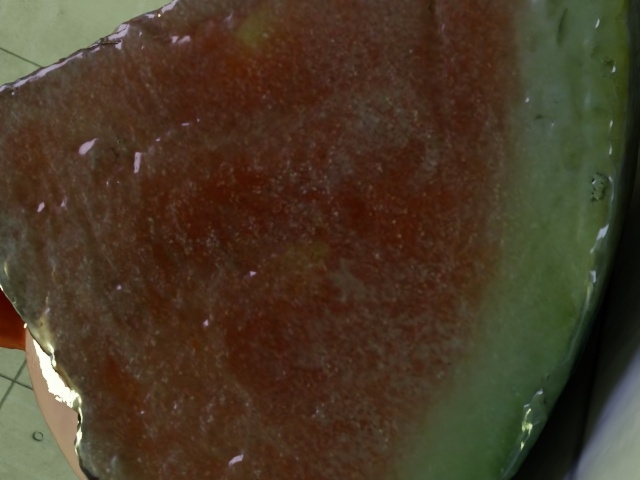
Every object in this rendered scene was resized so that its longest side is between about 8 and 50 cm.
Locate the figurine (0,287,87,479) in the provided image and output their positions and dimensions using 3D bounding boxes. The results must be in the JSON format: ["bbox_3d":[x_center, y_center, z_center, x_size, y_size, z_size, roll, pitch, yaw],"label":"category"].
[{"bbox_3d":[-0.072,0.067,0.885,0.270,0.261,0.211,-28,-34,-22],"label":"figurine"}]

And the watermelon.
[{"bbox_3d":[0.005,-0.008,0.512,0.193,0.232,0.310,-21,-51,-42],"label":"watermelon"}]
